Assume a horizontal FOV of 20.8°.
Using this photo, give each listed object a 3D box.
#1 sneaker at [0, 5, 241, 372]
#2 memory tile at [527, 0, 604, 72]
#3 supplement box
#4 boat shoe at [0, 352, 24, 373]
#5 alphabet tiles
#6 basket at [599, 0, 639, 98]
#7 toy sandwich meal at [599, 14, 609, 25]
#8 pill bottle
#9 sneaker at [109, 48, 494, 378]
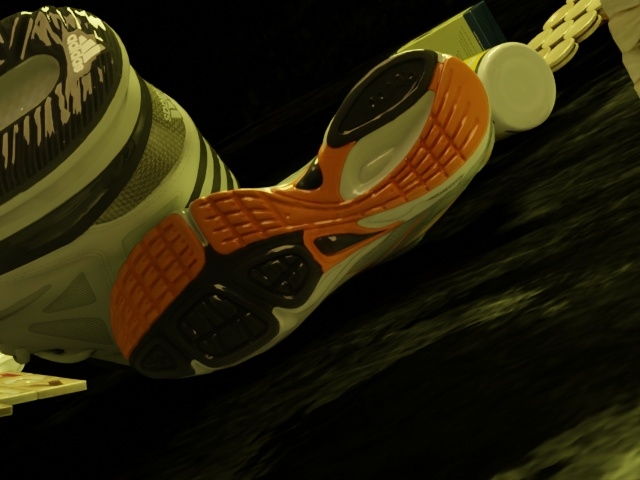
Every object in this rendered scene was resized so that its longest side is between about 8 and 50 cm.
[{"bbox_3d":[-0.244,0.056,1.094,0.447,0.257,0.169,-27,51,16],"label":"sneaker"},{"bbox_3d":[0.223,-0.191,1.548,0.148,0.012,0.113,-50,14,-22],"label":"memory tile"},{"bbox_3d":[0.120,-0.147,1.498,0.083,0.083,0.056,-28,6,23],"label":"supplement box"},{"bbox_3d":[-0.285,0.123,1.488,0.035,0.035,0.100,15,33,40],"label":"boat shoe"},{"bbox_3d":[-0.292,0.116,1.206,0.237,0.009,0.198,-9,5,-37],"label":"alphabet tiles"},{"bbox_3d":[0.275,-0.224,0.694,0.328,0.266,0.331,-23,12,42],"label":"basket"},{"bbox_3d":[0.277,-0.219,1.602,0.085,0.029,0.085,-30,10,6],"label":"toy sandwich meal"},{"bbox_3d":[0.113,-0.100,1.275,0.065,0.065,0.116,-34,8,-30],"label":"pill bottle"},{"bbox_3d":[0.000,0.000,1.023,0.262,0.099,0.121,-34,-18,10],"label":"sneaker"}]
